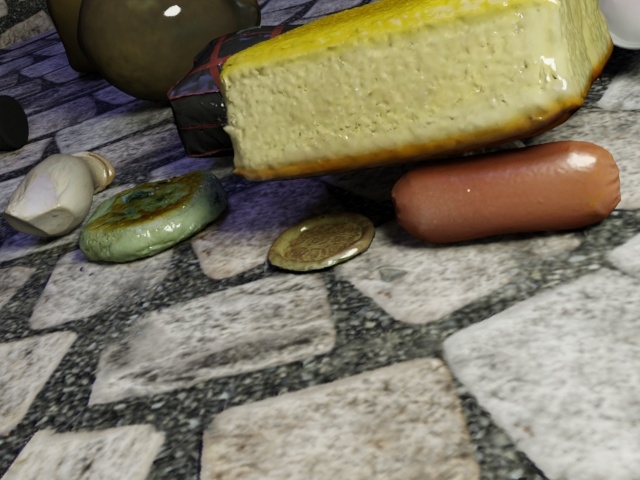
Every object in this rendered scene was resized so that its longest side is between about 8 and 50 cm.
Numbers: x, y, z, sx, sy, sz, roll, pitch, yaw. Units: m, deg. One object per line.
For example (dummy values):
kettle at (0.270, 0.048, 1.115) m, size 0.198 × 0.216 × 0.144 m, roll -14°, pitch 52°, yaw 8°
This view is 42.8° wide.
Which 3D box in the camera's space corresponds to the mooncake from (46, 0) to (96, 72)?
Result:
mooncake at (-0.413, -0.580, 1.920) m, size 0.467 × 0.262 × 0.467 m, roll -13°, pitch 28°, yaw 7°

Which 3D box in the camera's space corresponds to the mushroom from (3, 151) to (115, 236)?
mushroom at (-0.334, -0.062, 1.050) m, size 0.097 × 0.088 × 0.212 m, roll -47°, pitch 16°, yaw 14°

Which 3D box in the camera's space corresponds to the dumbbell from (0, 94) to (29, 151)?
dumbbell at (-0.639, -0.197, 1.491) m, size 0.191 × 0.100 × 0.100 m, roll -11°, pitch 27°, yaw 14°

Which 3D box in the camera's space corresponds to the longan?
longan at (-0.259, -0.384, 1.423) m, size 0.288 × 0.288 × 0.350 m, roll -1°, pitch 22°, yaw 31°

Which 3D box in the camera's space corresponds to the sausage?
sausage at (0.156, -0.041, 0.703) m, size 0.194 × 0.077 × 0.077 m, roll -7°, pitch 28°, yaw 23°

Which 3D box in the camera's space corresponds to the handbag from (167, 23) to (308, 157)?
handbag at (-0.077, -0.192, 1.060) m, size 0.215 × 0.155 × 0.169 m, roll -10°, pitch 34°, yaw 12°

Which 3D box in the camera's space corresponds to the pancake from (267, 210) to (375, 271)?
pancake at (0.000, 0.001, 0.796) m, size 0.115 × 0.011 × 0.115 m, roll -16°, pitch 25°, yaw 8°

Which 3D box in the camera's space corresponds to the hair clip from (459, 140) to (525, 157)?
hair clip at (0.174, -0.123, 0.903) m, size 0.072 × 0.034 × 0.226 m, roll -10°, pitch 25°, yaw 8°

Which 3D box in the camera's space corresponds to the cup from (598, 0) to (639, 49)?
cup at (0.395, -0.281, 0.891) m, size 0.142 × 0.134 × 0.173 m, roll -24°, pitch 56°, yaw -28°

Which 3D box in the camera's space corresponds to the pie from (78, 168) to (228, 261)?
pie at (-0.198, -0.034, 0.955) m, size 0.187 × 0.041 × 0.187 m, roll -16°, pitch 26°, yaw 8°

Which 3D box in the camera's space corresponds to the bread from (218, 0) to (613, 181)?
bread at (0.108, -0.177, 0.816) m, size 0.333 × 0.143 × 0.323 m, roll -8°, pitch 19°, yaw 30°
